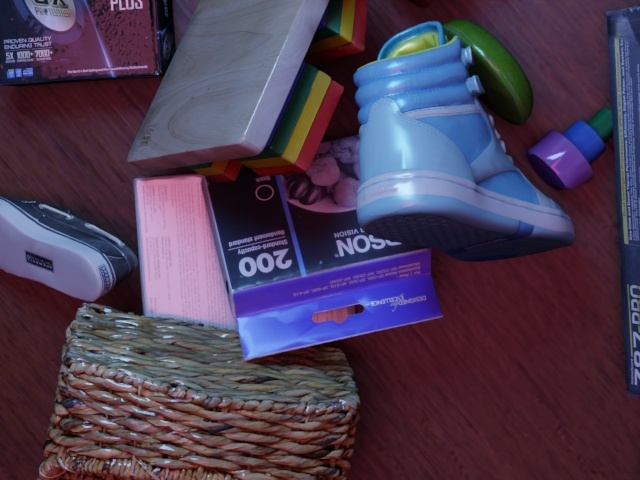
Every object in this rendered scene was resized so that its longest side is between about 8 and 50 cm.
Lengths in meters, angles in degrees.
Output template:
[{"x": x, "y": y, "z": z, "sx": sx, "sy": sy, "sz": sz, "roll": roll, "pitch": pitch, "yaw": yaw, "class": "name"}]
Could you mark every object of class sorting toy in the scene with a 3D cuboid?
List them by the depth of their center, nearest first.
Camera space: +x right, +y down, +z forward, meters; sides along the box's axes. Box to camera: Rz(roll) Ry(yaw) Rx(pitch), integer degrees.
[{"x": -0.051, "y": -0.175, "z": 1.376, "sx": 0.089, "sy": 0.257, "sz": 0.255, "roll": 30, "pitch": 75, "yaw": -26, "class": "sorting toy"}, {"x": 0.184, "y": -0.217, "z": 1.406, "sx": 0.126, "sy": 0.127, "sz": 0.365, "roll": -42, "pitch": 107, "yaw": -5, "class": "sorting toy"}]

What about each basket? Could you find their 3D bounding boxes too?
[{"x": -0.123, "y": 0.215, "z": 1.420, "sx": 0.299, "sy": 0.213, "sz": 0.223, "roll": 11, "pitch": 104, "yaw": -10, "class": "basket"}]

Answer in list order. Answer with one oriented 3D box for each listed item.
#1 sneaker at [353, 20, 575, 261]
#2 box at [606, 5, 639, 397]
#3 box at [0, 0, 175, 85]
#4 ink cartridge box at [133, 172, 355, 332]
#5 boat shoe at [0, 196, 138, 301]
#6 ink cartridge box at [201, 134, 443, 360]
[{"x": 0.143, "y": -0.095, "z": 1.371, "sx": 0.127, "sy": 0.319, "sz": 0.208, "roll": -14, "pitch": 74, "yaw": 31, "class": "sneaker"}, {"x": 0.392, "y": -0.030, "z": 1.310, "sx": 0.097, "sy": 0.318, "sz": 0.395, "roll": -6, "pitch": 95, "yaw": -24, "class": "box"}, {"x": -0.248, "y": -0.239, "z": 1.494, "sx": 0.180, "sy": 0.077, "sz": 0.147, "roll": -2, "pitch": 95, "yaw": 8, "class": "box"}, {"x": -0.081, "y": 0.015, "z": 1.521, "sx": 0.224, "sy": 0.056, "sz": 0.181, "roll": -4, "pitch": 95, "yaw": -8, "class": "ink cartridge box"}, {"x": -0.291, "y": 0.001, "z": 1.524, "sx": 0.219, "sy": 0.070, "sz": 0.078, "roll": 25, "pitch": 127, "yaw": 27, "class": "boat shoe"}, {"x": 0.000, "y": 0.000, "z": 1.431, "sx": 0.206, "sy": 0.045, "sz": 0.208, "roll": -13, "pitch": 63, "yaw": -6, "class": "ink cartridge box"}]
